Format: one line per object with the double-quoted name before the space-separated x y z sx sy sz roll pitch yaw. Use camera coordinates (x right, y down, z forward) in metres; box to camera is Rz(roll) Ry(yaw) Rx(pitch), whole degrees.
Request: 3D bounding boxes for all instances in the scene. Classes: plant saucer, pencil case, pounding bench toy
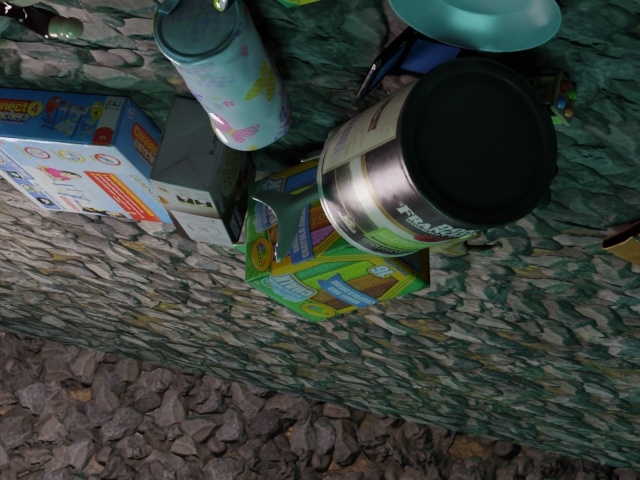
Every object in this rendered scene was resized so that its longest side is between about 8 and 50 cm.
"plant saucer" 0.171 -0.271 1.518 0.195 0.037 0.195 12 161 4
"pencil case" -0.123 -0.217 1.769 0.124 0.113 0.273 17 163 21
"pounding bench toy" 0.287 -0.167 1.708 0.065 0.052 0.083 0 157 35

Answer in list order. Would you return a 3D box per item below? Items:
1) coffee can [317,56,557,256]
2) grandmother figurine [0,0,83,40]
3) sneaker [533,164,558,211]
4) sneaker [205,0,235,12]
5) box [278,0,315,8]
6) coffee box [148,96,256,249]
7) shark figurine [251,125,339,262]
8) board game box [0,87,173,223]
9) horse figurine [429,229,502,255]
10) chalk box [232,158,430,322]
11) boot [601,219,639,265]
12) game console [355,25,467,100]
"coffee can" 0.137 -0.095 1.706 0.202 0.201 0.275 20 166 -17
"grandmother figurine" -0.374 -0.322 1.690 0.208 0.104 0.342 51 151 -16
"sneaker" 0.298 -0.086 1.915 0.075 0.063 0.170 10 157 32
"sneaker" -0.111 -0.352 1.395 0.121 0.111 0.300 30 153 16
"box" -0.020 -0.311 1.535 0.179 0.043 0.105 -3 154 45
"coffee box" -0.175 -0.098 2.105 0.098 0.141 0.246 12 161 10
"shark figurine" 0.037 -0.077 1.878 0.166 0.278 0.116 -16 111 31
"board game box" -0.387 -0.135 2.237 0.302 0.086 0.308 6 160 21
"horse figurine" 0.164 -0.008 2.171 0.263 0.066 0.174 4 -176 28
"chalk box" 0.000 0.000 2.092 0.289 0.179 0.180 -21 145 33
"boot" 0.549 0.067 2.125 0.281 0.096 0.264 22 160 -20
"game console" 0.111 -0.208 1.695 0.071 0.107 0.122 43 160 4
